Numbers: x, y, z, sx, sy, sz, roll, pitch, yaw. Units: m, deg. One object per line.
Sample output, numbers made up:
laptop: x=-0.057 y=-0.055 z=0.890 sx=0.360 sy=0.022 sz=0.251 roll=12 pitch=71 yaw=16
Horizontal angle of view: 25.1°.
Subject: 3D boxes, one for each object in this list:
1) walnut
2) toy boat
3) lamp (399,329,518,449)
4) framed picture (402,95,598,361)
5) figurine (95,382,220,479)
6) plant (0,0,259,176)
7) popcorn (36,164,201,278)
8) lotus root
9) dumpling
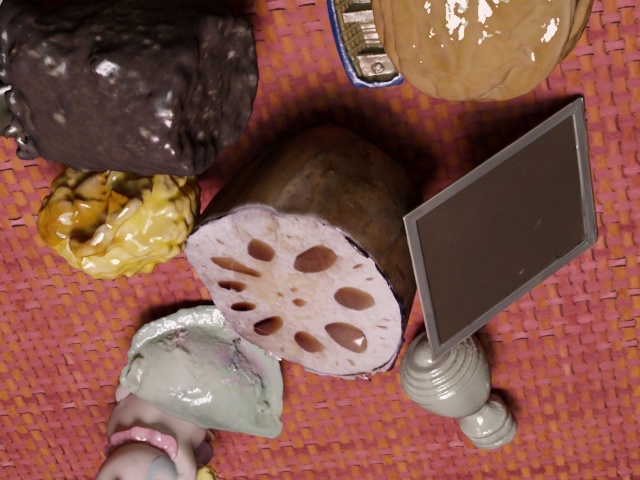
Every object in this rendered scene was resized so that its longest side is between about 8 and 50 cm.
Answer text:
walnut: x=0.149 y=-0.244 z=1.298 sx=0.225 sy=0.225 sz=0.261 roll=7 pitch=128 yaw=2
toy boat: x=0.044 y=-0.253 z=1.406 sx=0.080 sy=0.046 sz=0.229 roll=-3 pitch=128 yaw=11
lamp: x=0.166 y=0.178 z=1.706 sx=0.106 sy=0.106 sz=0.193 roll=-20 pitch=133 yaw=21
framed picture: x=0.191 y=-0.013 z=1.495 sx=0.252 sy=0.014 sz=0.197 roll=-33 pitch=130 yaw=-24
figurine: x=-0.208 y=0.292 z=1.752 sx=0.127 sy=0.235 sz=0.155 roll=-22 pitch=123 yaw=23
plant: x=-0.210 y=-0.174 z=1.414 sx=0.276 sy=0.188 sz=0.199 roll=14 pitch=138 yaw=21
popcorn: x=-0.214 y=-0.031 z=1.539 sx=0.180 sy=0.180 sz=0.170 roll=-10 pitch=131 yaw=15
lotus root: x=0.000 y=0.000 z=1.528 sx=0.272 sy=0.192 sz=0.272 roll=14 pitch=146 yaw=10
dumpling: x=-0.126 y=0.162 z=1.722 sx=0.216 sy=0.105 sz=0.149 roll=28 pitch=127 yaw=-14
